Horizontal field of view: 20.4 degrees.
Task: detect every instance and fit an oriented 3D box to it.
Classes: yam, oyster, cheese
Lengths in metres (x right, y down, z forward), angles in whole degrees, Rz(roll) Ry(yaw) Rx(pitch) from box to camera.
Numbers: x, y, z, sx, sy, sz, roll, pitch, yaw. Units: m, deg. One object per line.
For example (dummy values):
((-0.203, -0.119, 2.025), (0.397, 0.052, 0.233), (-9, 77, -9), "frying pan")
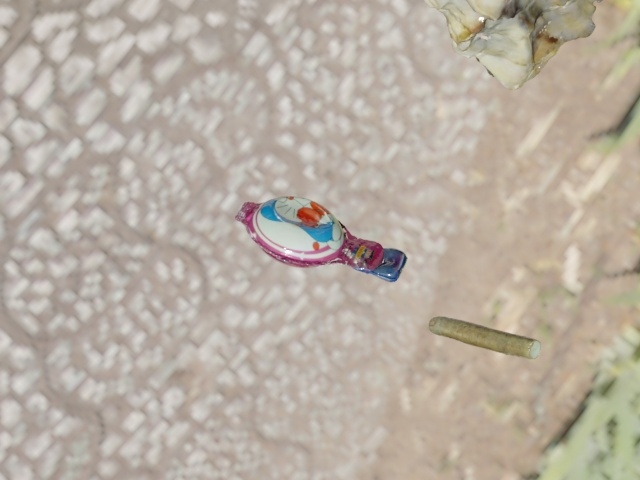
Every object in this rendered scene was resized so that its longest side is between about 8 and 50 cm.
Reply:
((0.143, 0.085, 1.571), (0.021, 0.116, 0.021), (-16, 111, -47), "yam")
((0.173, -0.283, 1.626), (0.201, 0.107, 0.354), (-39, 126, -5), "oyster")
((0.000, 0.000, 1.469), (0.095, 0.145, 0.038), (-62, 170, -56), "cheese")
